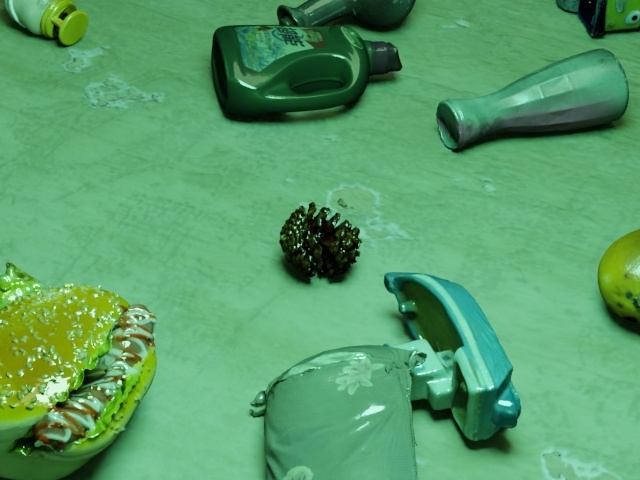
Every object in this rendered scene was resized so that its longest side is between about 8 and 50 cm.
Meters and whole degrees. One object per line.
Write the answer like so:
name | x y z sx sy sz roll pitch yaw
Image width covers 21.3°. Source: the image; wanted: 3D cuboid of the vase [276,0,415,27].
vase | 0.032 -0.297 2.072 0.183 0.120 0.120 -32 49 -18

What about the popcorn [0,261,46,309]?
popcorn | -0.298 0.060 1.596 0.083 0.059 0.068 -17 43 -15

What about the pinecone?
pinecone | 0.000 0.000 1.702 0.083 0.077 0.077 3 36 -22

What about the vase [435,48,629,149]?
vase | 0.238 -0.155 1.933 0.214 0.086 0.086 -15 42 -19

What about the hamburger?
hamburger | -0.235 0.116 1.484 0.173 0.116 0.210 14 38 15

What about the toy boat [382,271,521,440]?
toy boat | 0.103 0.101 1.572 0.102 0.088 0.215 -10 41 -14

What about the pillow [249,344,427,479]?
pillow | 0.018 0.182 1.445 0.169 0.059 0.255 -14 40 7

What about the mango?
mango | 0.357 0.030 1.703 0.178 0.090 0.115 -14 34 -36

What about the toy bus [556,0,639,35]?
toy bus | 0.378 -0.391 2.207 0.175 0.138 0.288 -5 39 -13

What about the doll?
doll | -0.334 -0.290 2.023 0.127 0.084 0.073 36 45 23

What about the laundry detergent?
laundry detergent | -0.009 -0.197 1.956 0.221 0.078 0.144 -2 40 -14
